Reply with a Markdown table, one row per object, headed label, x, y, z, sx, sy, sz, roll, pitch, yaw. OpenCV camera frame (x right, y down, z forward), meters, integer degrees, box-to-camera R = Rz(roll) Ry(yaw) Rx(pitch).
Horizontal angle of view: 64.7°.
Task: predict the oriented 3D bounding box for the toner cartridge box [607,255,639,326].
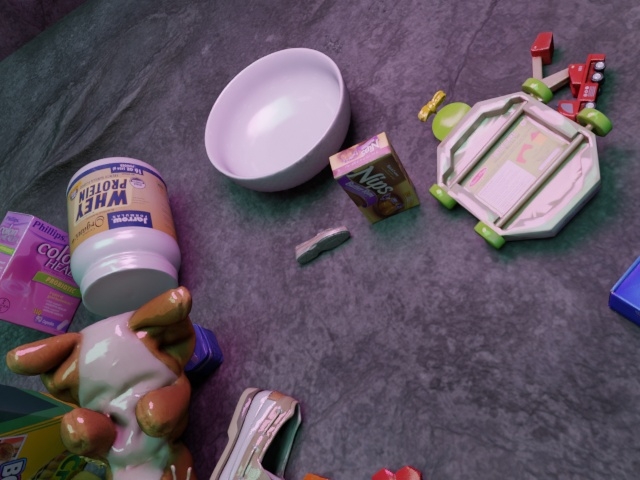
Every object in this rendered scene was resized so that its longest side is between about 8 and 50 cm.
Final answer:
| label | x | y | z | sx | sy | sz | roll | pitch | yaw |
| --- | --- | --- | --- | --- | --- | --- | --- | --- | --- |
| toner cartridge box | 0.584 | 0.117 | 0.646 | 0.165 | 0.075 | 0.347 | -48 | 55 | -2 |

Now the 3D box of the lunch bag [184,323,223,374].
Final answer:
| label | x | y | z | sx | sy | sz | roll | pitch | yaw |
| --- | --- | --- | --- | --- | --- | --- | --- | --- | --- |
| lunch bag | -0.253 | 0.219 | 1.034 | 0.067 | 0.065 | 0.098 | -39 | 55 | 5 |

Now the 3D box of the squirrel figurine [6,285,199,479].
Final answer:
| label | x | y | z | sx | sy | sz | roll | pitch | yaw |
| --- | --- | --- | --- | --- | --- | --- | --- | --- | --- |
| squirrel figurine | -0.313 | 0.325 | 0.892 | 0.280 | 0.397 | 0.371 | -20 | 81 | -21 |

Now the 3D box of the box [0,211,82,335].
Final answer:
| label | x | y | z | sx | sy | sz | roll | pitch | yaw |
| --- | --- | --- | --- | --- | --- | --- | --- | --- | --- |
| box | -0.697 | 0.087 | 1.238 | 0.117 | 0.213 | 0.243 | 7 | 69 | 30 |

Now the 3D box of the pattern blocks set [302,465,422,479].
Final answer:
| label | x | y | z | sx | sy | sz | roll | pitch | yaw |
| --- | --- | --- | --- | --- | --- | --- | --- | --- | --- |
| pattern blocks set | 0.027 | 0.507 | 0.772 | 0.324 | 0.026 | 0.286 | -19 | 59 | 18 |

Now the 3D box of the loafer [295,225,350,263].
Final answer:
| label | x | y | z | sx | sy | sz | roll | pitch | yaw |
| --- | --- | --- | --- | --- | --- | --- | --- | --- | --- |
| loafer | 0.000 | 0.000 | 1.026 | 0.125 | 0.045 | 0.039 | -31 | 49 | 14 |

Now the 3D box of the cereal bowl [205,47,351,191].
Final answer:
| label | x | y | z | sx | sy | sz | roll | pitch | yaw |
| --- | --- | --- | --- | --- | --- | --- | --- | --- | --- |
| cereal bowl | -0.080 | -0.250 | 1.128 | 0.338 | 0.141 | 0.339 | -12 | 61 | 23 |

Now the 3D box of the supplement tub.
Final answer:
| label | x | y | z | sx | sy | sz | roll | pitch | yaw |
| --- | --- | --- | --- | --- | --- | --- | --- | --- | --- |
| supplement tub | -0.444 | -0.007 | 1.145 | 0.228 | 0.228 | 0.316 | -30 | 56 | 11 |

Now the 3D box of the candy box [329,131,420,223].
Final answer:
| label | x | y | z | sx | sy | sz | roll | pitch | yaw |
| --- | --- | --- | --- | --- | --- | --- | --- | --- | --- |
| candy box | 0.105 | -0.109 | 0.935 | 0.109 | 0.186 | 0.053 | -22 | 59 | 16 |

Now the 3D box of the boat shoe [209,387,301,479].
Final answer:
| label | x | y | z | sx | sy | sz | roll | pitch | yaw |
| --- | --- | --- | --- | --- | --- | --- | --- | --- | --- |
| boat shoe | -0.112 | 0.398 | 0.837 | 0.103 | 0.113 | 0.303 | 0 | 60 | 23 |

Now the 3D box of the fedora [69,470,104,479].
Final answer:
| label | x | y | z | sx | sy | sz | roll | pitch | yaw |
| --- | --- | --- | --- | --- | --- | --- | --- | --- | --- |
| fedora | -0.454 | 0.505 | 0.969 | 0.194 | 0.195 | 0.079 | -5 | 25 | 25 |

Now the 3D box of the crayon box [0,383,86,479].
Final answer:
| label | x | y | z | sx | sy | sz | roll | pitch | yaw |
| --- | --- | --- | --- | --- | --- | --- | --- | --- | --- |
| crayon box | -0.649 | 0.467 | 0.966 | 0.106 | 0.313 | 0.363 | 29 | 82 | 38 |

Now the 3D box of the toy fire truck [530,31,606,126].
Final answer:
| label | x | y | z | sx | sy | sz | roll | pitch | yaw |
| --- | --- | --- | --- | --- | --- | --- | --- | --- | --- |
| toy fire truck | 0.448 | -0.295 | 0.934 | 0.135 | 0.047 | 0.192 | 12 | 73 | 32 |

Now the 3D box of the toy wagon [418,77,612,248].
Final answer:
| label | x | y | z | sx | sy | sz | roll | pitch | yaw |
| --- | --- | --- | --- | --- | --- | --- | --- | --- | --- |
| toy wagon | 0.318 | -0.159 | 0.905 | 0.267 | 0.068 | 0.344 | -49 | 53 | 10 |
